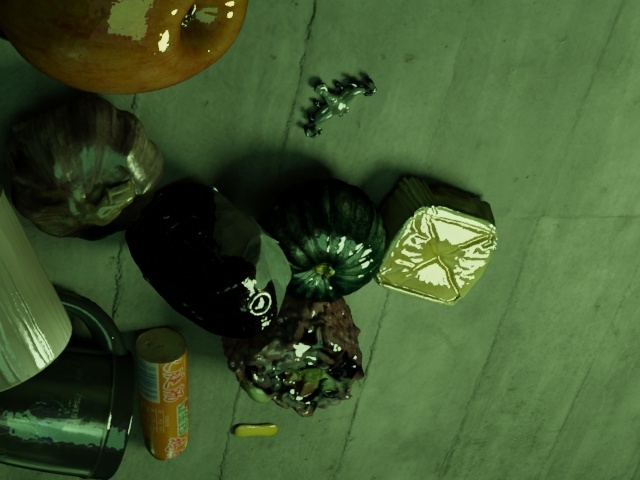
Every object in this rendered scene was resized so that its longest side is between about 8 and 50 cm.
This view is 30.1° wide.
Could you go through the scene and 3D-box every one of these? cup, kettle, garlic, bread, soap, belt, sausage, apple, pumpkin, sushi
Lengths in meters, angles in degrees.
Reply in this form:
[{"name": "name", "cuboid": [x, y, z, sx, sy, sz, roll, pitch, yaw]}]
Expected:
[{"name": "cup", "cuboid": [-0.542, 0.075, 1.762, 0.288, 0.208, 0.273, -17, 118, 12]}, {"name": "kettle", "cuboid": [-0.483, 0.228, 1.972, 0.324, 0.228, 0.320, 11, 100, -21]}, {"name": "garlic", "cuboid": [-0.347, -0.088, 1.753, 0.245, 0.160, 0.245, -9, 140, -7]}, {"name": "bread", "cuboid": [0.190, 0.001, 2.051, 0.210, 0.110, 0.192, 13, 118, -28]}, {"name": "soap", "cuboid": [-0.126, 0.372, 2.333, 0.089, 0.012, 0.034, 3, 129, -21]}, {"name": "belt", "cuboid": [-0.166, 0.038, 1.843, 0.184, 0.289, 0.164, -41, 135, -14]}, {"name": "sausage", "cuboid": [-0.283, 0.297, 2.160, 0.093, 0.093, 0.312, -7, 132, -13]}, {"name": "apple", "cuboid": [-0.241, -0.319, 1.487, 0.275, 0.299, 0.299, 23, 130, 14]}, {"name": "pumpkin", "cuboid": [0.000, 0.000, 1.947, 0.221, 0.162, 0.220, -3, 131, -3]}, {"name": "sushi", "cuboid": [-0.048, 0.196, 2.099, 0.237, 0.171, 0.270, -31, 138, 9]}]

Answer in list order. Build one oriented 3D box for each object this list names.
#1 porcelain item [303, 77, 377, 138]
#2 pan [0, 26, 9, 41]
[{"name": "porcelain item", "cuboid": [0.016, -0.220, 1.854, 0.136, 0.021, 0.075, -36, 132, 14]}, {"name": "pan", "cuboid": [-0.373, -0.296, 1.641, 0.115, 0.040, 0.212, -40, 124, 16]}]
